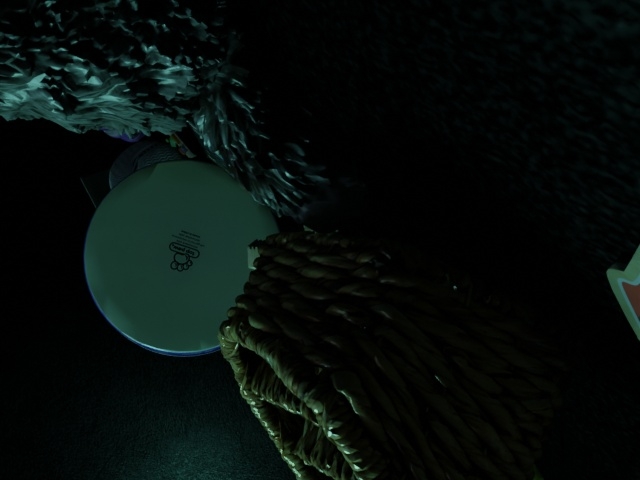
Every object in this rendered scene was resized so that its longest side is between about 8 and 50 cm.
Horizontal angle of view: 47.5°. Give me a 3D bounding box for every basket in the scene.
[{"bbox_3d":[0.014,0.129,0.577,0.213,0.223,0.299,26,169,-16],"label":"basket"}]

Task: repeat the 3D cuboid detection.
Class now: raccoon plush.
[{"bbox_3d":[-0.188,-0.083,0.471,0.446,0.299,0.216,46,169,-12],"label":"raccoon plush"}]

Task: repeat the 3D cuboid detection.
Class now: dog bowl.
[{"bbox_3d":[-0.185,0.026,1.000,0.265,0.265,0.104,44,167,1],"label":"dog bowl"}]

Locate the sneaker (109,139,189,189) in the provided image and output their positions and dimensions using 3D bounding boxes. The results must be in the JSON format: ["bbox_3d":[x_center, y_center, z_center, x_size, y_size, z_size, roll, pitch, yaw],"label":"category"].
[{"bbox_3d":[-0.208,-0.023,1.247,0.366,0.137,0.210,33,163,31],"label":"sneaker"}]

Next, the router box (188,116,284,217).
[{"bbox_3d":[-0.081,-0.089,0.774,0.122,0.038,0.092,40,170,19],"label":"router box"}]

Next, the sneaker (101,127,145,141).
[{"bbox_3d":[-0.297,-0.192,1.080,0.104,0.095,0.236,40,177,-22],"label":"sneaker"}]

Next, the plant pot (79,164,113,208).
[{"bbox_3d":[-0.336,-0.064,1.431,0.188,0.167,0.187,59,171,8],"label":"plant pot"}]

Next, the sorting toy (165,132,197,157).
[{"bbox_3d":[-0.225,-0.152,1.153,0.062,0.012,0.083,46,169,-14],"label":"sorting toy"}]

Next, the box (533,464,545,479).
[{"bbox_3d":[0.279,0.343,1.075,0.087,0.058,0.232,33,166,43],"label":"box"}]

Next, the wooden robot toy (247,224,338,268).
[{"bbox_3d":[0.000,0.000,0.789,0.173,0.076,0.079,8,110,33],"label":"wooden robot toy"}]

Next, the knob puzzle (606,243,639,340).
[{"bbox_3d":[0.211,0.074,0.331,0.213,0.030,0.213,42,170,9],"label":"knob puzzle"}]
